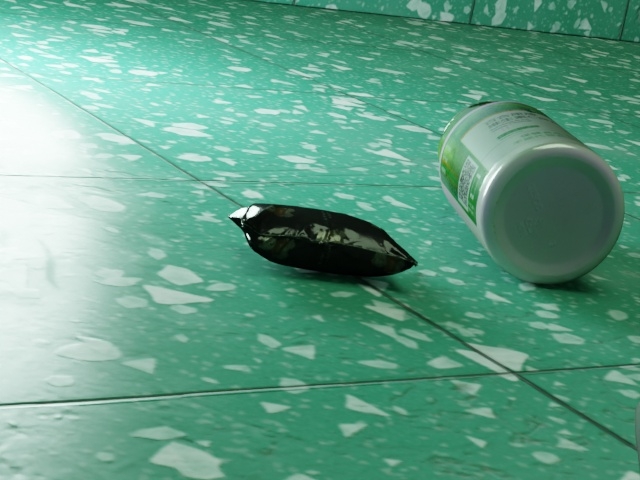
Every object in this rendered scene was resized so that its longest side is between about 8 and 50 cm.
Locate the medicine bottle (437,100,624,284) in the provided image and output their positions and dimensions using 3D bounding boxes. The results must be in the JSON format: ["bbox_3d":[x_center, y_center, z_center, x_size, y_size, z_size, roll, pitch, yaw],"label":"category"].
[{"bbox_3d":[0.189,-0.058,1.362,0.133,0.133,0.274,8,14,-9],"label":"medicine bottle"}]

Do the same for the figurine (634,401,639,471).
[{"bbox_3d":[0.274,0.105,0.714,0.236,0.133,0.176,-17,-7,39],"label":"figurine"}]

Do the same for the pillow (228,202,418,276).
[{"bbox_3d":[0.000,0.001,1.184,0.150,0.048,0.090,11,23,-13],"label":"pillow"}]
